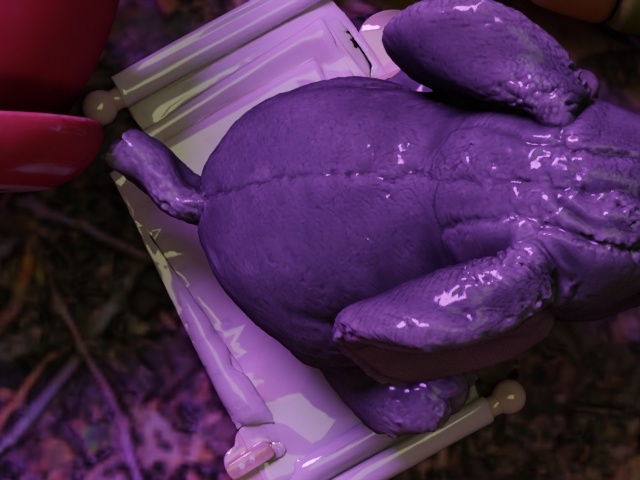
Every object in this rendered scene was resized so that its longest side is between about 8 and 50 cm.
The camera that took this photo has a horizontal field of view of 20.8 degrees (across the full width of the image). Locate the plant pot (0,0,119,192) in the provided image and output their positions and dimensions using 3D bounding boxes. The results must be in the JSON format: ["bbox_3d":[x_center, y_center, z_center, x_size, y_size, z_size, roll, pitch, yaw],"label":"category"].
[{"bbox_3d":[-0.165,-0.105,0.682,0.191,0.191,0.174,-1,91,-11],"label":"plant pot"}]

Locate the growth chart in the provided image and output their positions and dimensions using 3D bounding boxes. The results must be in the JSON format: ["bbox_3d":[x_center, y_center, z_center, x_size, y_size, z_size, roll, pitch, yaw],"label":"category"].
[{"bbox_3d":[0.000,0.000,0.782,0.172,0.021,0.237,-21,88,-13],"label":"growth chart"}]

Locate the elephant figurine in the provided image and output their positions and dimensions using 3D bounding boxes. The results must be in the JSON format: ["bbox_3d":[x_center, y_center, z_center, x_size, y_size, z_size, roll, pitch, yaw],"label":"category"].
[{"bbox_3d":[0.069,-0.016,0.654,0.186,0.239,0.169,-31,99,-27],"label":"elephant figurine"}]

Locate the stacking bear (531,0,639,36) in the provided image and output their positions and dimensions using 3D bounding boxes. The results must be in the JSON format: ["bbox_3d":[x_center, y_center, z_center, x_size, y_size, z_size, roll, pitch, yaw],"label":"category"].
[{"bbox_3d":[0.127,-0.171,0.761,0.289,0.164,0.175,5,41,1],"label":"stacking bear"}]
